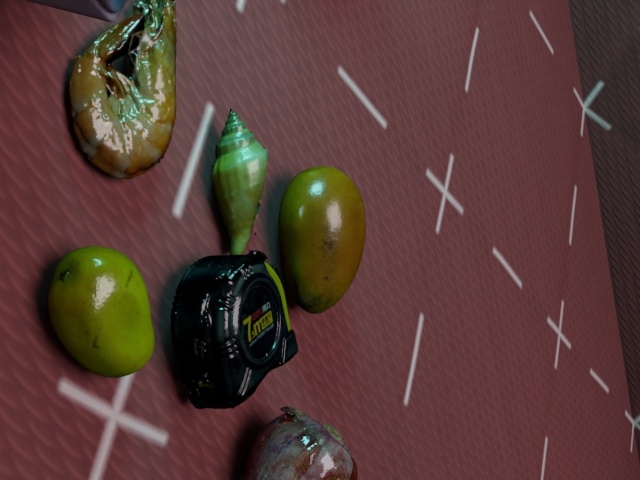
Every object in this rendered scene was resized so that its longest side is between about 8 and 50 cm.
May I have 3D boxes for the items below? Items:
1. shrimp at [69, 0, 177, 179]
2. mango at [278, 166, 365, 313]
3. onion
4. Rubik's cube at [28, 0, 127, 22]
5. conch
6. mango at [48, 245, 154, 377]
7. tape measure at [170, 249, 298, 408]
[{"bbox_3d":[-0.237,-0.218,1.182,0.152,0.063,0.287,15,75,-44],"label":"shrimp"},{"bbox_3d":[0.003,-0.003,1.466,0.151,0.120,0.221,-16,107,-53],"label":"mango"},{"bbox_3d":[-0.043,0.340,1.345,0.195,0.159,0.159,-49,135,-5],"label":"onion"},{"bbox_3d":[-0.272,-0.408,0.886,0.387,0.368,0.358,98,11,-56],"label":"Rubik's cube"},{"bbox_3d":[-0.110,-0.081,1.341,0.095,0.079,0.201,-50,145,-63],"label":"conch"},{"bbox_3d":[-0.247,0.085,1.095,0.117,0.089,0.163,-37,118,-52],"label":"mango"},{"bbox_3d":[-0.118,0.106,1.276,0.199,0.112,0.186,-39,125,-58],"label":"tape measure"}]
